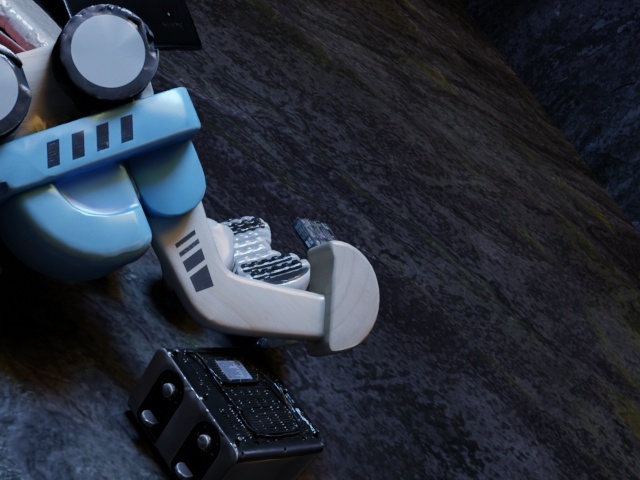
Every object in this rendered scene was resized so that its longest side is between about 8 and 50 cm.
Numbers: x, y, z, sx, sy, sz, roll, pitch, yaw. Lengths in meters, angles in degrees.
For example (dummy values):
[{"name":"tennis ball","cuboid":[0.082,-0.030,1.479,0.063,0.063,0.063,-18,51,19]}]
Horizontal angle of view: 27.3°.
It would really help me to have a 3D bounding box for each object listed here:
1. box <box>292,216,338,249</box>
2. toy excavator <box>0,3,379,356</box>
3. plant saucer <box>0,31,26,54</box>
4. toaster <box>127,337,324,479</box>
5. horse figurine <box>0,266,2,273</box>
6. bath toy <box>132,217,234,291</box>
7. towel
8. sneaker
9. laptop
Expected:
[{"name":"box","cuboid":[0.000,0.000,2.115,0.067,0.018,0.083,11,34,-46]},{"name":"toy excavator","cuboid":[-0.194,-0.027,1.470,0.433,0.222,0.445,-21,91,-23]},{"name":"plant saucer","cuboid":[-0.444,-0.254,1.783,0.258,0.047,0.259,38,-6,-25]},{"name":"toaster","cuboid":[-0.102,0.204,1.471,0.186,0.110,0.168,4,40,-52]},{"name":"horse figurine","cuboid":[-0.463,-0.039,1.467,0.263,0.066,0.174,53,28,18]},{"name":"bath toy","cuboid":[-0.274,-0.028,1.652,0.348,0.129,0.151,24,55,-24]},{"name":"towel","cuboid":[-0.431,-0.315,1.949,0.187,0.049,0.282,44,4,-4]},{"name":"sneaker","cuboid":[-0.097,0.051,1.793,0.110,0.118,0.292,-14,25,-17]},{"name":"laptop","cuboid":[-0.467,-0.499,2.391,0.408,0.236,0.382,15,14,24]}]
